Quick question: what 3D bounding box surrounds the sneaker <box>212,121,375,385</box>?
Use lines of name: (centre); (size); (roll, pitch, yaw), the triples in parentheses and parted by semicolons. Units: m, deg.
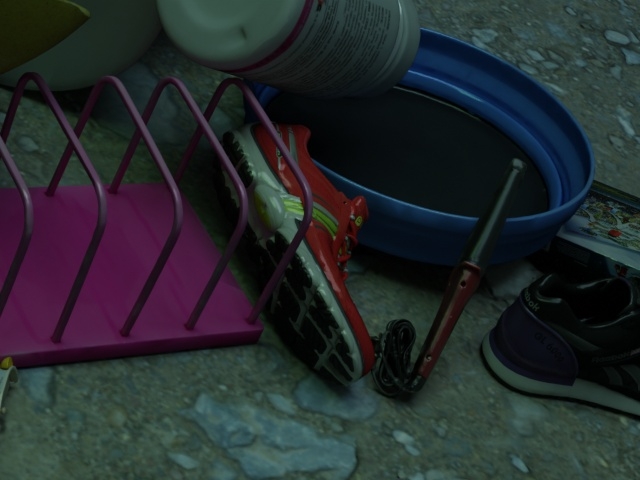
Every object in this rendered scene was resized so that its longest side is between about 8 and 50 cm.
sneaker: (0.000, 0.000, 1.561); (0.118, 0.107, 0.279); (-14, 67, -26)

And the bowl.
bowl: (0.100, -0.110, 1.797); (0.391, 0.077, 0.391); (13, 34, -9)

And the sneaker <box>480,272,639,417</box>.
sneaker: (0.312, 0.101, 1.673); (0.283, 0.124, 0.107); (7, 41, -27)

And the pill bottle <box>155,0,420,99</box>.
pill bottle: (-0.021, -0.223, 1.618); (0.160, 0.160, 0.283); (47, 17, 24)

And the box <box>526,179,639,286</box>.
box: (0.358, 0.014, 1.827); (0.233, 0.044, 0.159); (24, 32, 23)

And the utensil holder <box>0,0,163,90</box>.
utensil holder: (-0.260, -0.381, 1.729); (0.327, 0.327, 0.385); (23, 39, -7)

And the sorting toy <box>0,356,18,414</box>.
sorting toy: (-0.288, 0.123, 1.332); (0.075, 0.045, 0.083); (5, 38, 0)

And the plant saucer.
plant saucer: (-0.394, -0.219, 1.393); (0.333, 0.081, 0.333); (18, 2, -25)

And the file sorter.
file sorter: (-0.185, -0.031, 1.459); (0.290, 0.182, 0.202); (-4, 47, -36)

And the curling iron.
curling iron: (0.130, 0.031, 1.591); (0.068, 0.035, 0.274); (44, 69, -24)
